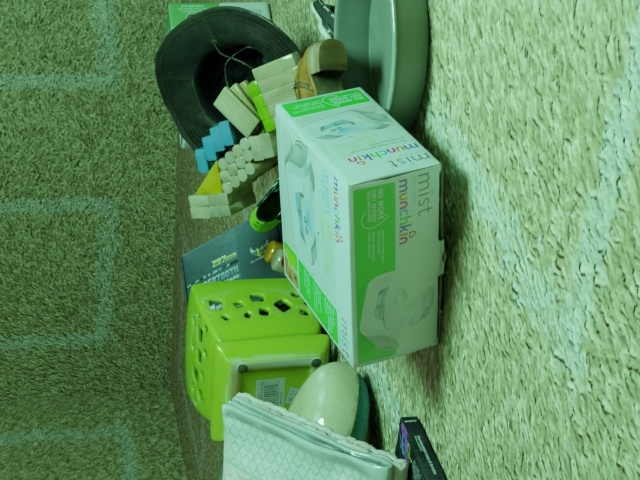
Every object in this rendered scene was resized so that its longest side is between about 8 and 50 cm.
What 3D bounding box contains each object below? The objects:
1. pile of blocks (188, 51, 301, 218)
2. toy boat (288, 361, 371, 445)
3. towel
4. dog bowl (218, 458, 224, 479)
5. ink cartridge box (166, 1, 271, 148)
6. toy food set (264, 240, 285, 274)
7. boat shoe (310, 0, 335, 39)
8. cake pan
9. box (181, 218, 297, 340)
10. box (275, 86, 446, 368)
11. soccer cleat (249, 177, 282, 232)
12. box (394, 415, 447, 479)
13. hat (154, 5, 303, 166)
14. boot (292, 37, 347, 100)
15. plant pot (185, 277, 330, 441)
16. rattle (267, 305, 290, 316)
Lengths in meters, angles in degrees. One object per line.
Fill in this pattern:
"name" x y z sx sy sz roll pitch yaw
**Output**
"pile of blocks" -0.107 -0.181 2.022 0.149 0.113 0.362 48 124 7
"toy boat" -0.002 0.314 1.855 0.318 0.148 0.267 179 112 -74
"towel" -0.022 0.400 1.650 0.332 0.053 0.316 15 108 42
"dog bowl" -0.091 0.601 2.249 0.408 0.150 0.407 178 90 -76
"ink cartridge box" -0.187 -0.323 2.361 0.117 0.201 0.278 109 154 -59
"toy food set" 0.000 0.000 1.943 0.232 0.105 0.111 -53 24 42
"boat shoe" 0.015 -0.345 1.869 0.046 0.038 0.125 47 -165 -29
"cake pan" 0.077 -0.260 1.587 0.293 0.054 0.293 178 90 -76
"box" -0.150 0.066 2.280 0.059 0.233 0.183 37 -146 -48
"box" 0.048 -0.019 1.490 0.231 0.127 0.262 -127 29 -51
"soccer cleat" -0.049 -0.085 1.982 0.179 0.060 0.072 -52 0 -15
"box" 0.128 0.318 1.539 0.162 0.029 0.116 -115 27 -56
"hat" -0.122 -0.282 2.116 0.134 0.331 0.331 -49 -25 -47
"boot" -0.004 -0.178 1.686 0.152 0.073 0.197 170 109 -76
"plant pot" -0.102 0.213 2.062 0.207 0.227 0.228 -118 29 -58
"rattle" -0.115 0.224 2.316 0.130 0.143 0.199 3 90 63
